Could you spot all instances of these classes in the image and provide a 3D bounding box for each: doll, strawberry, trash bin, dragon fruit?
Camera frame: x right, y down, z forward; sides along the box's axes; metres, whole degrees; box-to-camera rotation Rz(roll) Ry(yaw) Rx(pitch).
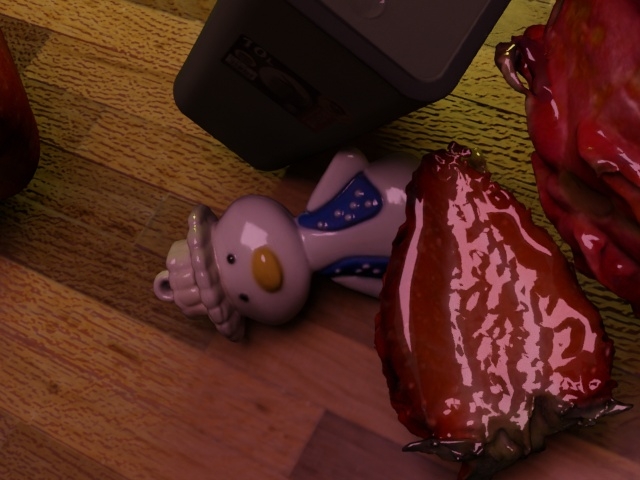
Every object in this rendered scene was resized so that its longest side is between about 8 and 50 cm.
[{"bbox_3d":[0.000,0.000,0.843,0.293,0.138,0.119,-16,22,6],"label":"doll"},{"bbox_3d":[0.104,0.057,0.762,0.174,0.098,0.228,-30,80,-2],"label":"strawberry"},{"bbox_3d":[0.017,-0.185,0.812,0.158,0.343,0.223,36,72,-10],"label":"trash bin"},{"bbox_3d":[0.276,-0.084,0.701,0.249,0.371,0.386,-34,21,35],"label":"dragon fruit"}]

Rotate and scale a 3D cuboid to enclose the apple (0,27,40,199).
[{"bbox_3d":[-0.423,-0.142,0.966,0.288,0.288,0.317,-38,71,-6],"label":"apple"}]
